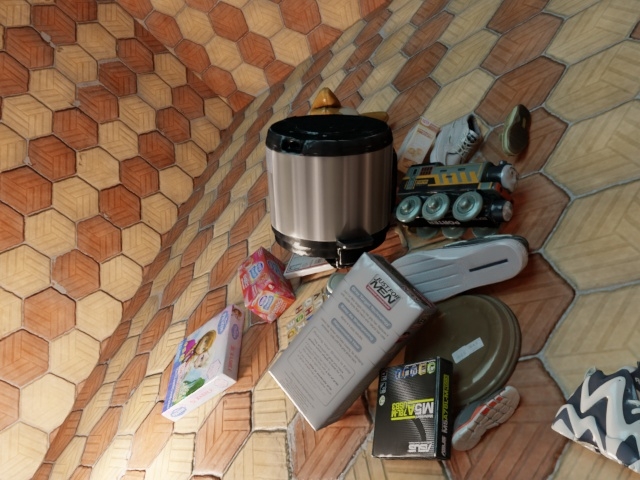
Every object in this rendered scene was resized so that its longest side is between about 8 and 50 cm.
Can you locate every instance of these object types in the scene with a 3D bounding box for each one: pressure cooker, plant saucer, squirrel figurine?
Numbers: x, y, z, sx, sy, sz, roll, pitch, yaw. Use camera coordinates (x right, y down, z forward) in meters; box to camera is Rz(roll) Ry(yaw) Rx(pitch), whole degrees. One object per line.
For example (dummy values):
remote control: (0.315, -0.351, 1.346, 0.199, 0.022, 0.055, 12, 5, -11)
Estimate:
pressure cooker: (0.025, -0.135, 1.491, 0.375, 0.421, 0.370, 9, 26, 21)
plant saucer: (0.285, 0.225, 1.081, 0.277, 0.041, 0.278, -34, 32, 25)
squirrel figurine: (0.037, -0.297, 1.902, 0.397, 0.281, 0.371, -38, 38, 49)

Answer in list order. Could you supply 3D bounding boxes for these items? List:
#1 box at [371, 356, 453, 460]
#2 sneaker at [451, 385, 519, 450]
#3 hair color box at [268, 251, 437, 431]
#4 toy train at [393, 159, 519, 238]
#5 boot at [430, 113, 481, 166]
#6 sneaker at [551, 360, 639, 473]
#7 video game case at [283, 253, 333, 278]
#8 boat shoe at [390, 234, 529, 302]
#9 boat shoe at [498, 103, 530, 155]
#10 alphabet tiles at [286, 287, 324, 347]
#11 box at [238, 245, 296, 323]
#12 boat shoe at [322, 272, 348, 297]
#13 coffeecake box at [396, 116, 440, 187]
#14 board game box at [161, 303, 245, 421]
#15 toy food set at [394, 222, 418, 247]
box: (0.181, 0.339, 1.018, 0.190, 0.045, 0.184, -31, 40, 52)
sneaker: (0.293, 0.314, 0.942, 0.158, 0.061, 0.065, -44, 22, 9)
hair color box: (0.068, 0.229, 1.165, 0.185, 0.113, 0.374, 45, 107, 26)
toy train: (0.331, -0.110, 1.278, 0.333, 0.142, 0.190, 1, 65, 50)
boot: (0.393, -0.269, 1.461, 0.123, 0.095, 0.258, -34, 30, 40)
sneaker: (0.465, 0.253, 0.728, 0.153, 0.094, 0.235, -63, 20, -7)
video game case: (0.000, 0.000, 1.727, 0.204, 0.025, 0.285, -15, 38, 37)
boat shoe: (0.316, 0.064, 1.170, 0.335, 0.121, 0.119, -12, 4, 37)
boat shoe: (0.510, -0.282, 1.361, 0.072, 0.068, 0.190, -33, 20, 51)
alphabet tiles: (-0.028, 0.252, 1.526, 0.198, 0.009, 0.237, -39, 30, 19)
box: (-0.190, 0.147, 1.761, 0.128, 0.122, 0.257, -44, 29, 9)
boat shoe: (0.070, 0.127, 1.352, 0.079, 0.095, 0.254, -56, -11, 20)
coffeecake box: (0.281, -0.269, 1.579, 0.186, 0.068, 0.142, -62, 3, -10)
board game box: (-0.407, 0.424, 1.796, 0.318, 0.066, 0.319, -37, 31, 22)
toy food set: (0.285, -0.071, 1.438, 0.192, 0.038, 0.132, -39, 30, 19)
